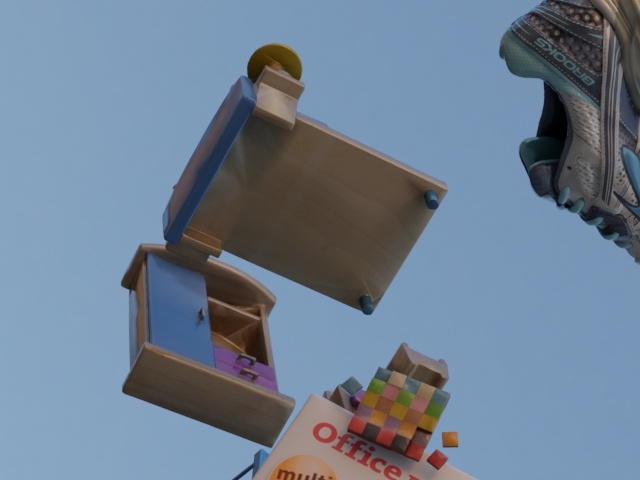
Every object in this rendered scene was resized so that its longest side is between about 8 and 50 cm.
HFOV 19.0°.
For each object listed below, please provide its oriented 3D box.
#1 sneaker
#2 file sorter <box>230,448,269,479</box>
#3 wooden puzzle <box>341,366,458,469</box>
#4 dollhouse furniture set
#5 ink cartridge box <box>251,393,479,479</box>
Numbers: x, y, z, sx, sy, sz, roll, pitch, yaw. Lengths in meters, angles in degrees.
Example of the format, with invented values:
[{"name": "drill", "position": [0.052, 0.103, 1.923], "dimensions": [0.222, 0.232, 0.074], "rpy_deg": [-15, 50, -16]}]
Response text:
[{"name": "sneaker", "position": [0.201, -0.049, 1.318], "dimensions": [0.110, 0.122, 0.283], "rpy_deg": [-121, -173, -68]}, {"name": "file sorter", "position": [-0.054, 0.313, 1.850], "dimensions": [0.104, 0.170, 0.118], "rpy_deg": [-39, -67, 24]}, {"name": "wooden puzzle", "position": [0.049, 0.107, 1.192], "dimensions": [0.083, 0.049, 0.006], "rpy_deg": [21, -28, 14]}, {"name": "dollhouse furniture set", "position": [0.000, 0.000, 1.609], "dimensions": [0.286, 0.198, 0.303], "rpy_deg": [23, -68, -16]}, {"name": "ink cartridge box", "position": [0.007, 0.254, 1.213], "dimensions": [0.171, 0.233, 0.168], "rpy_deg": [27, -27, 17]}]
